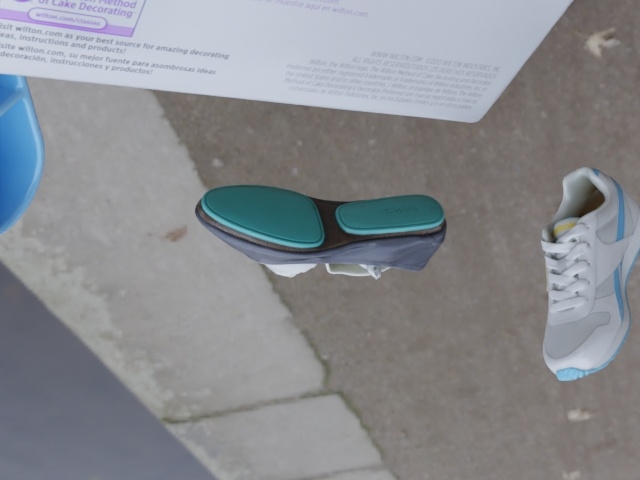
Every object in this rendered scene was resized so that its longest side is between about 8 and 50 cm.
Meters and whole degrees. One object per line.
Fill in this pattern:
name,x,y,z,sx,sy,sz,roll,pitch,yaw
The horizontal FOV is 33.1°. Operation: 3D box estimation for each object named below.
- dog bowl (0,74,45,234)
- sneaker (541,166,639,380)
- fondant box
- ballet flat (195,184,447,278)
dog bowl,-0.347,-0.117,1.025,0.074,0.166,0.297,23,142,19
sneaker,0.252,0.032,1.049,0.092,0.229,0.087,41,141,-26
fondant box,0.024,-0.187,0.362,0.238,0.096,0.330,2,145,-28
ballet flat,0.000,0.000,0.846,0.203,0.074,0.074,1,145,-16
